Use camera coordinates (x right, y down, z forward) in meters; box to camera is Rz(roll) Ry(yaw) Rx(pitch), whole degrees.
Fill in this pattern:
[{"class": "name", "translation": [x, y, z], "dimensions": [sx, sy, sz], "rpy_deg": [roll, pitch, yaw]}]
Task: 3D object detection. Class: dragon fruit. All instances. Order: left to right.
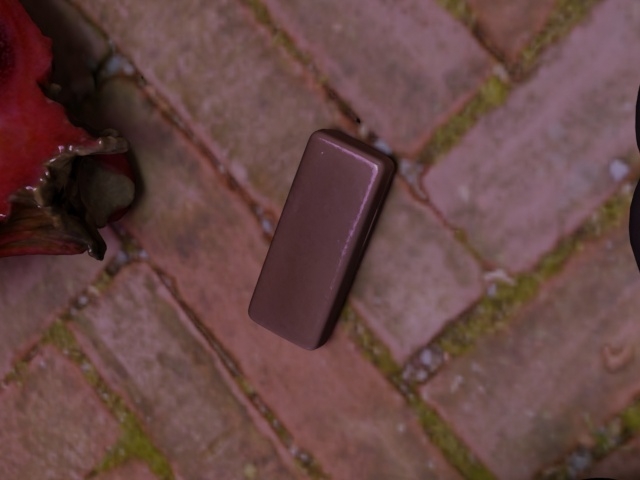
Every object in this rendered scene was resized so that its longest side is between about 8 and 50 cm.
[{"class": "dragon fruit", "translation": [-0.205, -0.038, 0.740], "dimensions": [0.212, 0.134, 0.262], "rpy_deg": [12, 69, 12]}]

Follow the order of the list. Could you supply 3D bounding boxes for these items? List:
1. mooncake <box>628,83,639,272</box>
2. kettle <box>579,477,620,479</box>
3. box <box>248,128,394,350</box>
[{"class": "mooncake", "translation": [0.228, -0.053, 0.411], "dimensions": [0.154, 0.306, 0.306], "rpy_deg": [41, 116, 25]}, {"class": "kettle", "translation": [0.055, 0.291, 0.634], "dimensions": [0.324, 0.228, 0.321], "rpy_deg": [-27, 117, 35]}, {"class": "box", "translation": [0.000, 0.000, 0.696], "dimensions": [0.048, 0.025, 0.115], "rpy_deg": [26, 111, 17]}]
